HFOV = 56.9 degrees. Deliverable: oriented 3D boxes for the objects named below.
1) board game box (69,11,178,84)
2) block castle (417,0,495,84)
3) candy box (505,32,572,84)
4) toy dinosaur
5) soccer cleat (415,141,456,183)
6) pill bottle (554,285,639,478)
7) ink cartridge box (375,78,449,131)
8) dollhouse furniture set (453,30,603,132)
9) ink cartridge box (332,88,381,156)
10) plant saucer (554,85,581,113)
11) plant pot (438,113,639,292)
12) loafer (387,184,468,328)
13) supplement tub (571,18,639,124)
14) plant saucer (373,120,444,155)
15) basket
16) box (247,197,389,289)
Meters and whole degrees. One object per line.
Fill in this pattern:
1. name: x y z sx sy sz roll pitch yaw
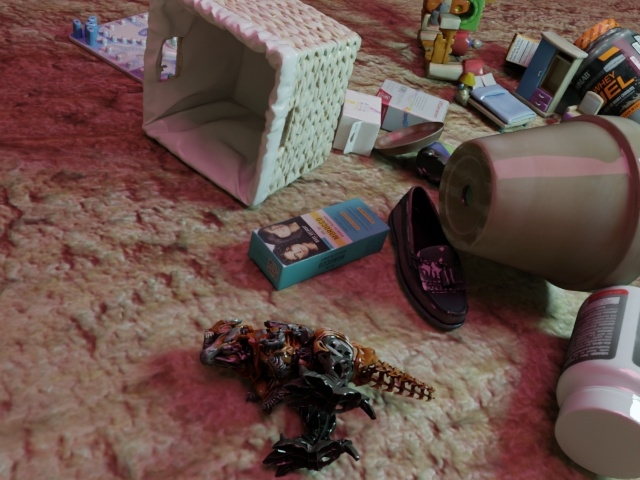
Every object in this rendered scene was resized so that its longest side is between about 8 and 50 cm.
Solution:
1. board game box: -0.353 -0.504 1.506 0.390 0.050 0.390 32 43 17
2. block castle: 0.432 -0.700 1.682 0.213 0.453 0.303 4 42 -4
3. candy box: 0.752 -0.563 1.874 0.317 0.087 0.183 23 25 7
4. toy dinosaur: -0.004 0.179 0.820 0.322 0.164 0.218 -8 26 4
5. soccer cleat: 0.345 -0.133 1.302 0.289 0.093 0.121 37 43 22
6. pill bottle: 0.460 0.211 0.916 0.161 0.161 0.283 29 43 14
7. ink cartridge box: 0.220 -0.320 1.477 0.175 0.072 0.127 22 41 6
8. dollhouse furniture set: 0.570 -0.410 1.596 0.304 0.198 0.286 -17 51 -31
9. ink cartridge box: 0.084 -0.266 1.361 0.090 0.092 0.143 13 42 -5
10. plant saucer: 0.721 -0.456 1.817 0.195 0.037 0.195 10 43 -9
11. plant pot: 0.376 -0.068 1.040 0.281 0.323 0.323 2 44 -16
12. loafer: 0.197 0.019 1.085 0.109 0.095 0.302 3 43 -18
13. supplement tub: 0.849 -0.435 1.646 0.207 0.207 0.338 -20 70 -34
14. plant saucer: 0.204 -0.231 1.355 0.169 0.029 0.168 -16 20 6
15. basket: -0.138 -0.306 1.158 0.331 0.328 0.266 36 43 21
16. box: 0.000 0.000 1.069 0.244 0.060 0.100 -20 53 -34
